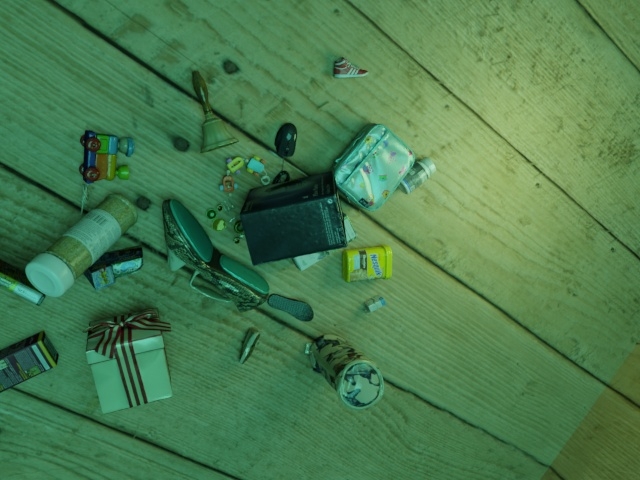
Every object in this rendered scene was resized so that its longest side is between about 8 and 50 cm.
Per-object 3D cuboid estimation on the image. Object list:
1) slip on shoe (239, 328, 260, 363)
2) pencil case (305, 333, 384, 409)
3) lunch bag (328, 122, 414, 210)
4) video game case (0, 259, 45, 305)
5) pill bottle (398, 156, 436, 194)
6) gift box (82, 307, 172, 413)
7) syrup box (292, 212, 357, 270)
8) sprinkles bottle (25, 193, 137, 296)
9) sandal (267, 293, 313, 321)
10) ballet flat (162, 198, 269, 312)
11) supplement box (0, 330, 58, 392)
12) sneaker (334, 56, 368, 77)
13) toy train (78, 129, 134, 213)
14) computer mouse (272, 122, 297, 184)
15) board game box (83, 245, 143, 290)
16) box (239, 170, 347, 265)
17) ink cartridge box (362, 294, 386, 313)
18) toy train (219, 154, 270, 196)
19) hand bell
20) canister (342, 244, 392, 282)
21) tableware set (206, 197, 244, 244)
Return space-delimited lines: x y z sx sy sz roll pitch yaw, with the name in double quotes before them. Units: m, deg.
"slip on shoe" -0.262 0.378 2.073 0.041 0.051 0.135 30 105 16
"pencil case" 0.078 0.444 2.006 0.183 0.410 0.160 3 94 -15
"lunch bag" 0.170 -0.252 2.000 0.224 0.108 0.279 38 91 -24
"video game case" -0.904 0.091 1.643 0.248 0.275 0.035 35 79 -24
"pill bottle" 0.342 -0.234 2.080 0.137 0.078 0.078 -38 113 -6
"gift box" -0.592 0.365 1.835 0.255 0.276 0.258 -13 108 -20
"syrup box" 0.000 0.000 2.021 0.236 0.096 0.093 -31 111 -8
"sprinkles bottle" -0.674 0.006 1.667 0.121 0.355 0.121 13 131 16
"sandal" -0.105 0.236 2.090 0.179 0.040 0.067 24 91 -9
"ballet flat" -0.379 0.081 1.897 0.182 0.164 0.483 -37 117 16
"supplement box" -0.938 0.379 1.820 0.188 0.081 0.104 -25 112 -11
"sneaker" 0.102 -0.574 1.921 0.118 0.042 0.067 -8 111 -14
"toy train" -0.645 -0.200 1.751 0.143 0.105 0.248 -1 106 -32
"computer mouse" -0.121 -0.270 1.933 0.071 0.041 0.242 4 105 -21
"board game box" -0.637 0.086 1.776 0.194 0.194 0.060 -13 109 -14
"box" -0.080 -0.077 1.824 0.294 0.296 0.183 -13 109 4
"ink cartridge box" 0.197 0.240 2.183 0.083 0.048 0.028 -26 112 -11
"toy train" -0.255 -0.218 1.902 0.166 0.046 0.125 -12 110 -12
"hand bell" -0.349 -0.405 1.796 0.126 0.126 0.242 -19 99 -13
"canister" 0.169 0.087 2.117 0.169 0.073 0.126 -6 107 -16
"tableware set" -0.308 -0.056 1.940 0.104 0.024 0.154 -34 113 -7
